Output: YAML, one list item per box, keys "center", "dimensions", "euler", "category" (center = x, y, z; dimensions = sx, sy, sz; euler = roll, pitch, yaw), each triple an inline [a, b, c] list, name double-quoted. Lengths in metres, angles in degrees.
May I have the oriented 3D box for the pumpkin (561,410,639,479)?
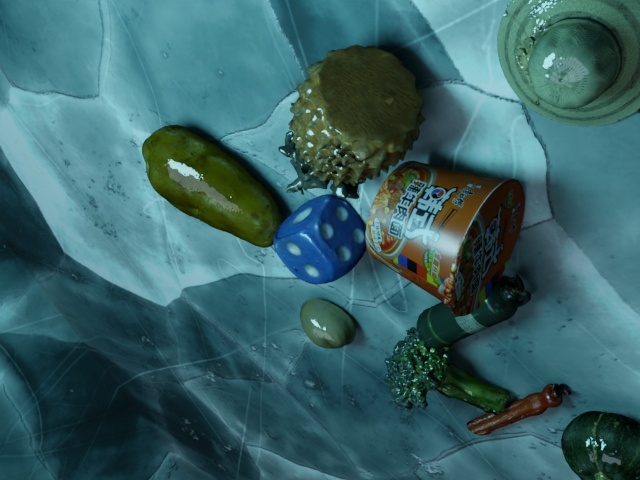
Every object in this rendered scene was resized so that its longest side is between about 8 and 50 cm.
- center: [0.584, 0.427, 1.401]
  dimensions: [0.190, 0.146, 0.190]
  euler: [37, 164, 12]
  category: "pumpkin"

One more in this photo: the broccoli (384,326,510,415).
- center: [0.268, 0.325, 1.573]
  dimensions: [0.275, 0.177, 0.198]
  euler: [31, 151, -18]
  category: "broccoli"

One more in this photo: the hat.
- center: [0.351, -0.244, 0.972]
  dimensions: [0.252, 0.110, 0.252]
  euler: [22, 137, 22]
  category: "hat"

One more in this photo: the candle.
- center: [0.437, 0.387, 1.563]
  dimensions: [0.051, 0.048, 0.329]
  euler: [52, 143, 7]
  category: "candle"

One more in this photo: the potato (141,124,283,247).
- center: [-0.243, -0.114, 1.550]
  dimensions: [0.369, 0.176, 0.195]
  euler: [35, 114, 0]
  category: "potato"

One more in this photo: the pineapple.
- center: [0.032, -0.174, 1.243]
  dimensions: [0.223, 0.223, 0.357]
  euler: [40, 153, 1]
  category: "pineapple"

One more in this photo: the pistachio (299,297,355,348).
- center: [0.013, 0.203, 1.689]
  dimensions: [0.149, 0.113, 0.113]
  euler: [48, 142, 2]
  category: "pistachio"

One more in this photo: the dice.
- center: [0.000, 0.000, 1.464]
  dimensions: [0.143, 0.146, 0.146]
  euler: [-14, 118, 48]
  category: "dice"

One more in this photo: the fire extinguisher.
- center: [0.316, 0.132, 1.382]
  dimensions: [0.118, 0.093, 0.294]
  euler: [23, 146, -21]
  category: "fire extinguisher"

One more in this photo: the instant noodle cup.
- center: [0.211, -0.017, 1.213]
  dimensions: [0.192, 0.250, 0.250]
  euler: [24, 140, 32]
  category: "instant noodle cup"
